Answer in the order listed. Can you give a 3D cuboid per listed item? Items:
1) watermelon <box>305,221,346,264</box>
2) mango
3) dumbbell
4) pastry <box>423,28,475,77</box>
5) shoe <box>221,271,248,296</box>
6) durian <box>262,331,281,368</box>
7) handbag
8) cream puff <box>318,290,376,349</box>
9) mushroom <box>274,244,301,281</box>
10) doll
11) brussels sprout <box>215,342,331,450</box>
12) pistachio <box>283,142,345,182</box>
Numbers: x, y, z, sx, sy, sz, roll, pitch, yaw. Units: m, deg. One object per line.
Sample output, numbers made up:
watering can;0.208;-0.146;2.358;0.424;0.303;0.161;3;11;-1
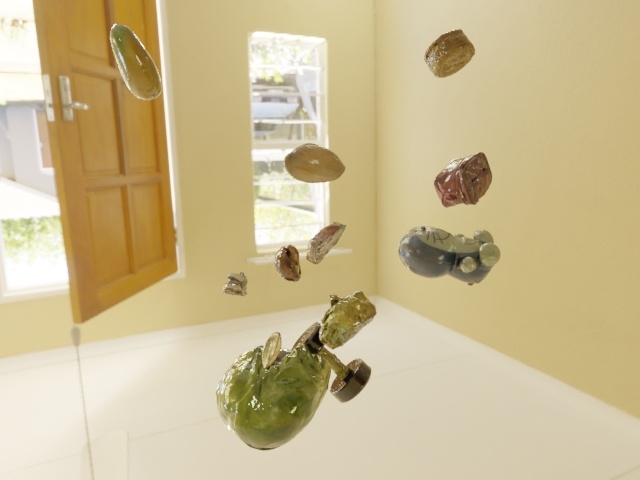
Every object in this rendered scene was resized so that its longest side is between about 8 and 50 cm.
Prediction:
watermelon;0.000;0.000;1.674;0.071;0.187;0.139;42;-165;16
mango;-0.622;-0.599;1.612;0.114;0.251;0.156;-24;-144;-20
dumbbell;0.045;0.528;2.081;0.322;0.204;0.204;44;-176;-4
pastry;0.493;-0.710;1.823;0.188;0.103;0.189;-24;166;-7
shoe;-0.336;0.174;1.924;0.088;0.093;0.180;7;178;7
durian;-0.145;0.314;1.397;0.052;0.131;0.066;27;-163;11
handbag;0.518;-0.216;1.712;0.135;0.147;0.225;-7;-155;46
cream puff;0.087;0.306;1.935;0.281;0.185;0.282;-33;163;-12
mushroom;-0.095;0.075;1.515;0.087;0.127;0.127;-24;-174;14
doll;0.347;0.030;1.320;0.258;0.154;0.228;16;-157;3
brussels sprout;-0.180;0.599;1.799;0.424;0.343;0.361;-16;-144;20
pistachio;-0.032;-0.353;2.195;0.292;0.182;0.162;6;-174;-29
